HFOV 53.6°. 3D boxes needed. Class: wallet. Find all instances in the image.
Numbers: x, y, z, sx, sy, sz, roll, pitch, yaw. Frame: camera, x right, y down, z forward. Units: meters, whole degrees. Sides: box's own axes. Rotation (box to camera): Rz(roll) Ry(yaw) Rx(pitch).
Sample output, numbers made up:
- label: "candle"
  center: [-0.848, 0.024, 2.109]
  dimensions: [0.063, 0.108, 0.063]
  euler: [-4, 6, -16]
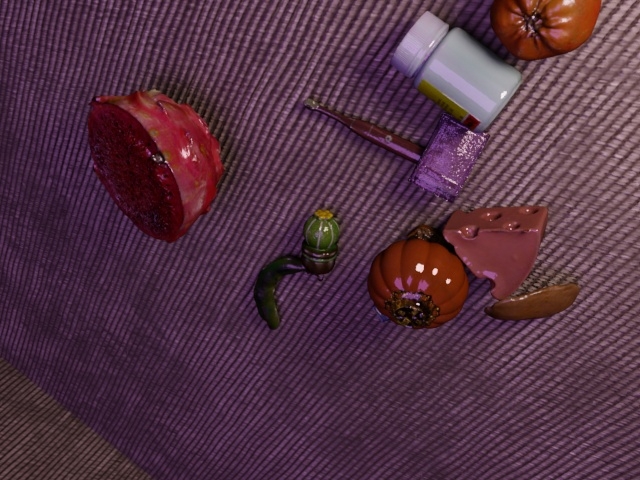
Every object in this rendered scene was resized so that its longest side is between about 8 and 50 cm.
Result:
- label: "wallet"
  center: [0.269, -0.174, 1.331]
  dimensions: [0.111, 0.030, 0.165]
  euler: [29, 106, 10]

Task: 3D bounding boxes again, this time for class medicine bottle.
- label: "medicine bottle"
  center: [0.259, -0.322, 1.212]
  dimensions: [0.225, 0.139, 0.139]
  euler: [38, 128, 2]

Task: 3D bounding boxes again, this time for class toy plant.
- label: "toy plant"
  center: [0.000, 0.000, 1.572]
  dimensions: [0.093, 0.093, 0.162]
  euler: [17, 122, 18]

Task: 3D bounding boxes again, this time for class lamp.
- label: "lamp"
  center: [0.212, 0.098, 1.390]
  dimensions: [0.223, 0.196, 0.223]
  euler: [11, 136, 11]

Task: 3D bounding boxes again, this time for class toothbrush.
- label: "toothbrush"
  center: [0.123, -0.234, 1.400]
  dimensions: [0.364, 0.041, 0.040]
  euler: [28, 127, 10]

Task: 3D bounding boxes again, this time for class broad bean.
- label: "broad bean"
  center: [-0.113, 0.135, 1.736]
  dimensions: [0.144, 0.049, 0.292]
  euler: [40, 128, 0]

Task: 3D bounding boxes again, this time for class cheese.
- label: "cheese"
  center: [0.385, 0.032, 1.364]
  dimensions: [0.203, 0.128, 0.176]
  euler: [-2, 116, 27]

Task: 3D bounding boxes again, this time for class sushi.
- label: "sushi"
  center: [0.263, 0.002, 1.458]
  dimensions: [0.120, 0.055, 0.052]
  euler: [34, 122, 4]

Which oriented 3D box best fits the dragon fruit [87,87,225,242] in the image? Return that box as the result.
- label: "dragon fruit"
  center: [-0.387, -0.203, 1.563]
  dimensions: [0.371, 0.249, 0.386]
  euler: [-9, 110, 49]

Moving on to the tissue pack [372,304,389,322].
- label: "tissue pack"
  center: [0.189, 0.137, 1.557]
  dimensions: [0.111, 0.085, 0.079]
  euler: [-28, 102, 37]

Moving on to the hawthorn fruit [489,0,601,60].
- label: "hawthorn fruit"
  center: [0.386, -0.401, 1.078]
  dimensions: [0.189, 0.189, 0.189]
  euler: [13, 123, 21]

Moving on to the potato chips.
- label: "potato chips"
  center: [0.461, 0.144, 1.378]
  dimensions: [0.202, 0.049, 0.150]
  euler: [-3, 152, -8]
